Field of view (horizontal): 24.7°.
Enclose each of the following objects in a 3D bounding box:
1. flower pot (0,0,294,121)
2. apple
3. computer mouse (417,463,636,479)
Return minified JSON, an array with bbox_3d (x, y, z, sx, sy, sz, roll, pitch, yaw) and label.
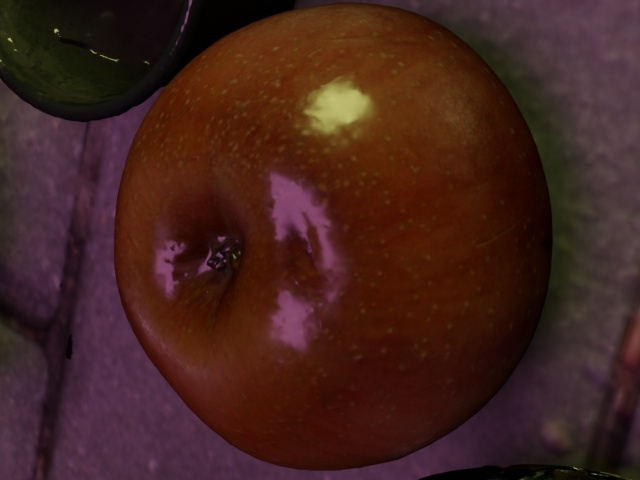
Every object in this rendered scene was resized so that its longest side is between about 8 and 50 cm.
[{"bbox_3d":[-0.084,-0.137,0.706,0.157,0.107,0.158,5,98,35],"label":"flower pot"},{"bbox_3d":[0.000,0.000,0.631,0.201,0.162,0.201,10,108,34],"label":"apple"},{"bbox_3d":[0.134,0.161,0.612,0.241,0.077,0.147,26,133,23],"label":"computer mouse"}]
